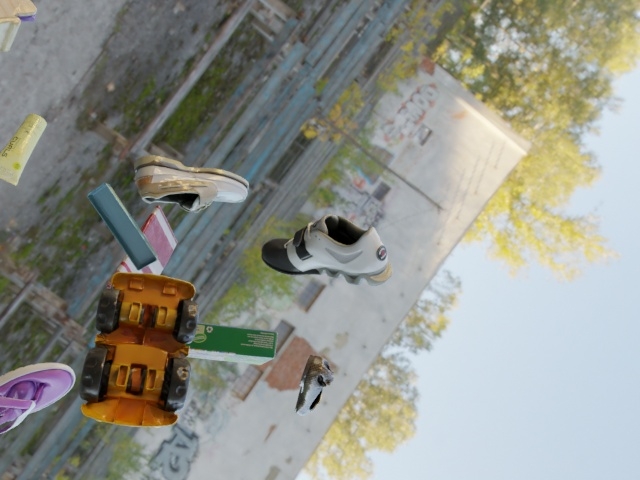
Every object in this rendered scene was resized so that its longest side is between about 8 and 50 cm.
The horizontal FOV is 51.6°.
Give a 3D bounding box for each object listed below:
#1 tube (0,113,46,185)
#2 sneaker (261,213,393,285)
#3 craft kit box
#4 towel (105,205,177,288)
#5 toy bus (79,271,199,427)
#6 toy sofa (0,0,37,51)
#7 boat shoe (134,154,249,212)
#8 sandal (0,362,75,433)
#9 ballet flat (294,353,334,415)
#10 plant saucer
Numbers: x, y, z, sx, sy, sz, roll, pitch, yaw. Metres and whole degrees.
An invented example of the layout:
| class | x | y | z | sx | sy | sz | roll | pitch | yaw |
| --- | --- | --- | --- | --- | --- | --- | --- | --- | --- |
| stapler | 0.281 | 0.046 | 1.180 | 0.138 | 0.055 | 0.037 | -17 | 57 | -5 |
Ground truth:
| class | x | y | z | sx | sy | sz | roll | pitch | yaw |
| --- | --- | --- | --- | --- | --- | --- | --- | --- | --- |
| tube | -0.896 | -0.274 | 1.975 | 0.062 | 0.070 | 0.240 | 73 | 27 | -52 |
| sneaker | 0.000 | 0.000 | 1.465 | 0.330 | 0.146 | 0.122 | 5 | -145 | 32 |
| craft kit box | -0.223 | 0.201 | 1.301 | 0.246 | 0.249 | 0.061 | 133 | -36 | -75 |
| towel | -0.597 | 0.073 | 2.231 | 0.237 | 0.037 | 0.329 | 83 | 27 | -57 |
| toy bus | -0.279 | 0.181 | 1.036 | 0.211 | 0.149 | 0.220 | 129 | -31 | -67 |
| toy sofa | -0.939 | -0.699 | 1.785 | 0.177 | 0.363 | 0.150 | -32 | -177 | -41 |
| boat shoe | -0.311 | -0.120 | 1.620 | 0.113 | 0.302 | 0.103 | -29 | -119 | 47 |
| sandal | -0.825 | 0.438 | 1.676 | 0.416 | 0.102 | 0.169 | -19 | 139 | -15 |
| ballet flat | -0.009 | 0.290 | 1.295 | 0.250 | 0.058 | 0.084 | 99 | 10 | -58 |
| plant saucer | -0.411 | -0.029 | 1.385 | 0.067 | 0.192 | 0.018 | -26 | -168 | 32 |
